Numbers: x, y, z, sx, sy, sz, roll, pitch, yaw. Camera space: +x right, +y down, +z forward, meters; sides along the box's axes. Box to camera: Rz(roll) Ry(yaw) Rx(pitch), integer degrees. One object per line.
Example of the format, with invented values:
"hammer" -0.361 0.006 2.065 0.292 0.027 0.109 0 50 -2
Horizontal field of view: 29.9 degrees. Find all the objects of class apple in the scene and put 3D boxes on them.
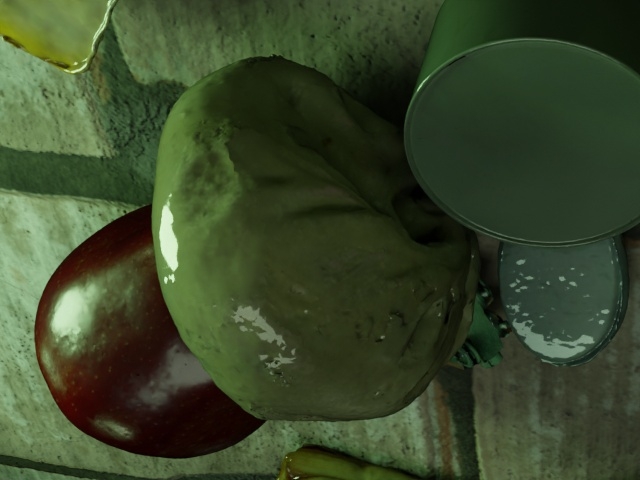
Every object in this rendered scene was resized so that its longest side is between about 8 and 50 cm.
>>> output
"apple" -0.155 0.098 1.331 0.288 0.288 0.317 40 128 -20

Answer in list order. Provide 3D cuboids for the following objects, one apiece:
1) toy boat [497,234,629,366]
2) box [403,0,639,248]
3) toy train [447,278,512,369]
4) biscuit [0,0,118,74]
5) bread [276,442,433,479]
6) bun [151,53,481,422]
"toy boat" 0.255 0.036 1.256 0.134 0.079 0.208 -2 123 16
"box" 0.196 -0.124 1.034 0.226 0.149 0.226 10 137 10
"toy train" 0.133 0.066 1.312 0.176 0.074 0.118 57 160 -22
"biscuit" -0.296 -0.368 1.020 0.446 0.104 0.429 26 138 -9
"bread" 0.072 0.440 1.672 0.324 0.167 0.277 18 139 5
"bun" 0.000 0.000 1.106 0.234 0.326 0.362 -19 102 37
